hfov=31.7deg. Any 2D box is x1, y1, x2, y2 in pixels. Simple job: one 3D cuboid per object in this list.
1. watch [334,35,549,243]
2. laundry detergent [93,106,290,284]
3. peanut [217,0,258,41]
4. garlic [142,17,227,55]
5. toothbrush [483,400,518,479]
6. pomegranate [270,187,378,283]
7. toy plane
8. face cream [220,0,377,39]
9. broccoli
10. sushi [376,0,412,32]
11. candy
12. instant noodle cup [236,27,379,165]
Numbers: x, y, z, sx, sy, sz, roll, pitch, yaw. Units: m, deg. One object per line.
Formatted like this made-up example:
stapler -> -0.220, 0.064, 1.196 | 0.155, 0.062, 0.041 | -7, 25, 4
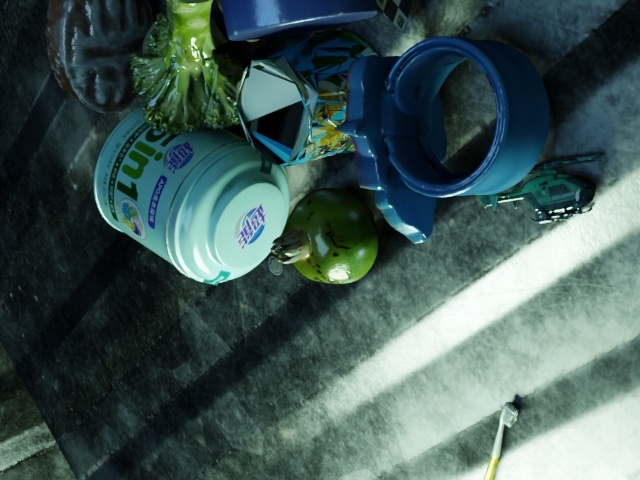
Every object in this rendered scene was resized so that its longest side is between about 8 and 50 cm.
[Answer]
watch -> 0.193, -0.149, 1.699 | 0.274, 0.241, 0.305 | -2, 95, 39
laundry detergent -> -0.231, -0.086, 2.166 | 0.305, 0.287, 0.287 | 30, 129, 37
peanut -> -0.132, -0.496, 1.962 | 0.159, 0.143, 0.291 | -11, 106, 41
garlic -> -0.290, -0.351, 2.266 | 0.148, 0.128, 0.267 | 60, 153, 26
toothbrush -> 0.309, 0.397, 2.005 | 0.024, 0.021, 0.288 | 44, 138, 39
pomegranate -> 0.000, 0.000, 2.005 | 0.180, 0.209, 0.180 | 25, 125, 44
toy plane -> 0.331, -0.074, 1.712 | 0.235, 0.060, 0.096 | -9, 94, 47
face cream -> -0.045, -0.447, 1.790 | 0.249, 0.249, 0.225 | -3, 98, 49
broccoli -> -0.218, -0.325, 1.981 | 0.361, 0.221, 0.252 | 155, 103, -78
sushi -> 0.129, -0.446, 1.769 | 0.139, 0.031, 0.201 | 52, 142, 39
candy -> -0.451, -0.411, 2.308 | 0.157, 0.214, 0.290 | 32, 130, 42
instant noodle cup -> -0.021, -0.237, 1.935 | 0.240, 0.178, 0.240 | 24, 125, 39
